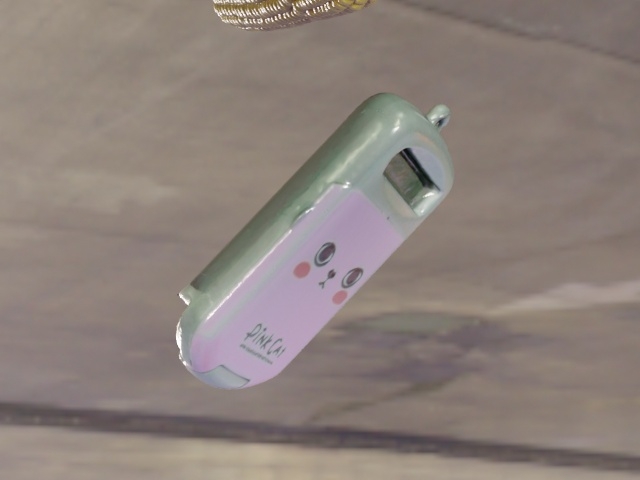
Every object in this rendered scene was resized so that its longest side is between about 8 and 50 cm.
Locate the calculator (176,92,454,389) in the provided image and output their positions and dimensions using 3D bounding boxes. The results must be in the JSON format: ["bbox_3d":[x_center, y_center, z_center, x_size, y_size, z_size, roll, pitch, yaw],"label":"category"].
[{"bbox_3d":[0.000,0.000,1.024,0.045,0.246,0.141,43,179,25],"label":"calculator"}]

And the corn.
[{"bbox_3d":[-0.018,-0.216,1.260,0.080,0.080,0.231,8,177,-28],"label":"corn"}]
